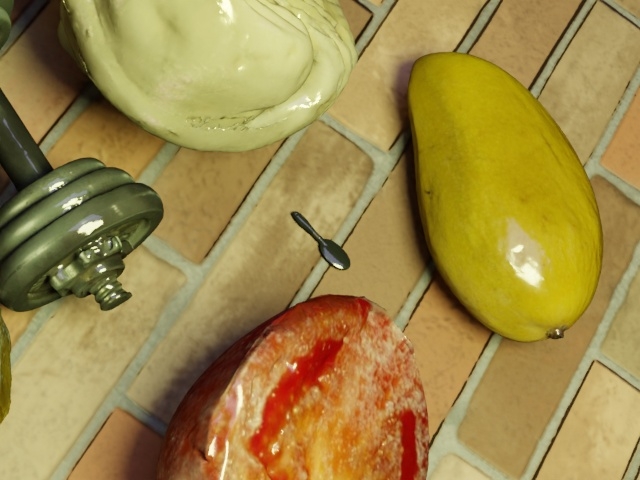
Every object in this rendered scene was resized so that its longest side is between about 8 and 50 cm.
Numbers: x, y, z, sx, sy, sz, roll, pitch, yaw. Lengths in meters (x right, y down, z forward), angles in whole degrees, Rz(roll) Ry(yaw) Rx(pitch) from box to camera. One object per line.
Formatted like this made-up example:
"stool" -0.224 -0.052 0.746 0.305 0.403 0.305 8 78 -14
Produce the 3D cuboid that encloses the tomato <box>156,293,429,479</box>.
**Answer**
"tomato" -0.043 0.187 1.275 0.309 0.170 0.309 14 73 -53

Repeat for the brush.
"brush" 0.000 0.000 1.456 0.083 0.008 0.024 45 62 2

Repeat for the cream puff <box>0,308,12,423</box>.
"cream puff" -0.339 0.104 1.225 0.116 0.146 0.146 -3 69 0

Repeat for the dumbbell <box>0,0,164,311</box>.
"dumbbell" -0.298 -0.108 1.292 0.179 0.179 0.406 -30 81 -28

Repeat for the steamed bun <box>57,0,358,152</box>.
"steamed bun" -0.144 -0.237 1.353 0.339 0.247 0.352 11 51 -64

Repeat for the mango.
"mango" 0.200 -0.048 1.478 0.195 0.142 0.332 3 65 -25
